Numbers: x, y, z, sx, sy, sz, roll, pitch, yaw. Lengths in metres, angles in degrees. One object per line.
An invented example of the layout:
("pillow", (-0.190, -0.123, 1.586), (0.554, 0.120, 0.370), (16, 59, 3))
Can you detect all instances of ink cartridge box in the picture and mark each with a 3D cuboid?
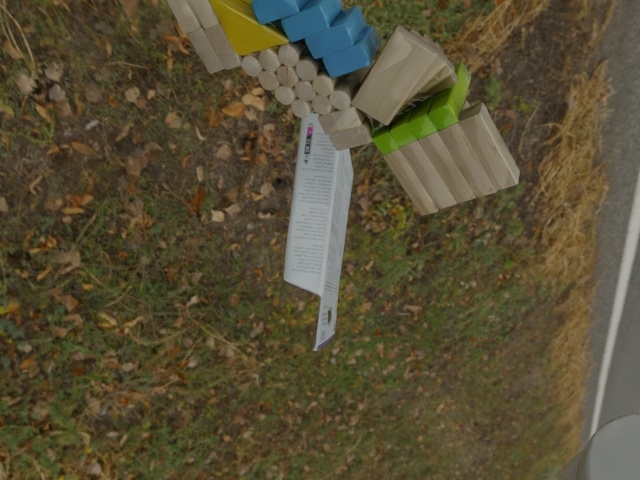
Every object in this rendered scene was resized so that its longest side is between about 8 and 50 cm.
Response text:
("ink cartridge box", (0.000, 0.000, 0.837), (0.324, 0.072, 0.329), (53, 44, -81))

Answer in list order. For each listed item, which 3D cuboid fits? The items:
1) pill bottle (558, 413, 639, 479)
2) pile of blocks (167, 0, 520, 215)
("pill bottle", (0.321, 0.312, 0.519), (0.160, 0.160, 0.283), (-30, 134, -20))
("pile of blocks", (0.038, -0.175, 0.490), (0.149, 0.362, 0.112), (-49, -168, 48))
